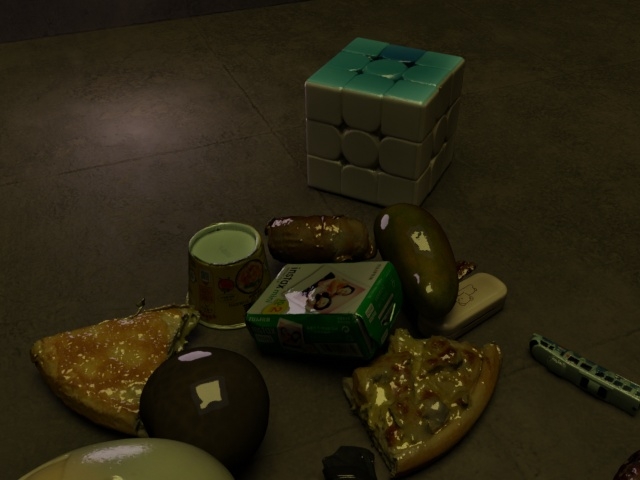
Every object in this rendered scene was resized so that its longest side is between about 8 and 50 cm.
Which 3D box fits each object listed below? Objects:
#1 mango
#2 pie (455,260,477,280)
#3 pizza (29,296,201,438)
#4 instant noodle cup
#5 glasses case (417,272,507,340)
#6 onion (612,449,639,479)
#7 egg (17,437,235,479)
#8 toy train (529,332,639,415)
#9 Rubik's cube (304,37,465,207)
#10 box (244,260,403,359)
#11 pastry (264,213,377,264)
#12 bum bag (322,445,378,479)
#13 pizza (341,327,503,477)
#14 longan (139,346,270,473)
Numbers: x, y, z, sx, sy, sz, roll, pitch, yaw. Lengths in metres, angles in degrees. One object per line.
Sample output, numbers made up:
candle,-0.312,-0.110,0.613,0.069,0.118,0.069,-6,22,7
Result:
mango,0.183,0.036,1.293,0.129,0.146,0.289,-17,47,0
pie,0.209,0.067,1.381,0.191,0.033,0.088,0,45,32
pizza,-0.314,0.205,1.210,0.280,0.075,0.287,32,46,30
instant noodle cup,-0.178,0.058,1.338,0.182,0.144,0.182,-1,37,1
glasses case,0.270,0.126,1.319,0.196,0.050,0.083,-27,42,-30
onion,0.487,0.368,0.882,0.246,0.190,0.246,-3,65,6
egg,-0.239,0.376,0.806,0.345,0.283,0.283,-23,42,-38
toy train,0.448,0.225,1.191,0.207,0.043,0.047,29,50,33
Rubik's cube,0.153,-0.281,1.663,0.290,0.291,0.292,17,42,22
box,0.008,0.122,1.232,0.250,0.103,0.180,-2,31,31
pastry,0.000,0.000,1.390,0.229,0.100,0.218,-1,0,7
bum bag,0.062,0.377,0.996,0.087,0.049,0.198,9,30,-29
pizza,0.163,0.235,1.152,0.223,0.089,0.323,29,45,29
longan,-0.171,0.257,1.045,0.198,0.198,0.212,-23,27,-27
